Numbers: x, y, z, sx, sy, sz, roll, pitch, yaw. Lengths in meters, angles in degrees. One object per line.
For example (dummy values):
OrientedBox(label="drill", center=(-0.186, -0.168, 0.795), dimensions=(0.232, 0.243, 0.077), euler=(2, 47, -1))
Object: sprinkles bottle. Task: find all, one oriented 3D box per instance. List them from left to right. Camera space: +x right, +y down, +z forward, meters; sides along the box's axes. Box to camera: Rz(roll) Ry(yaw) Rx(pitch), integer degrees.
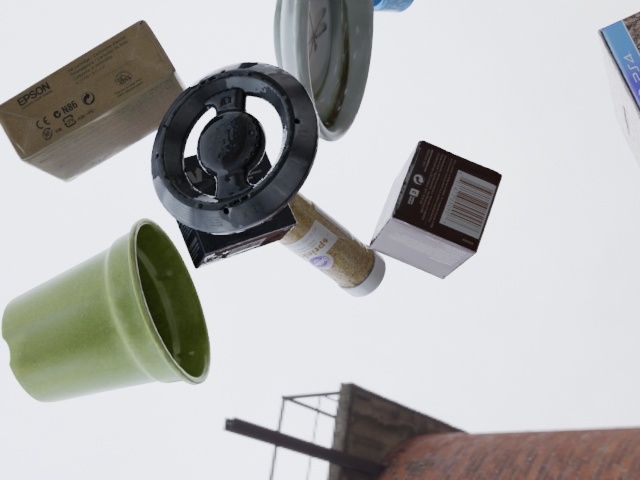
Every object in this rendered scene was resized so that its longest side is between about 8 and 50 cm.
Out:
OrientedBox(label="sprinkles bottle", center=(0.000, 0.000, 1.720), dimensions=(0.355, 0.121, 0.121), euler=(37, -125, -38))

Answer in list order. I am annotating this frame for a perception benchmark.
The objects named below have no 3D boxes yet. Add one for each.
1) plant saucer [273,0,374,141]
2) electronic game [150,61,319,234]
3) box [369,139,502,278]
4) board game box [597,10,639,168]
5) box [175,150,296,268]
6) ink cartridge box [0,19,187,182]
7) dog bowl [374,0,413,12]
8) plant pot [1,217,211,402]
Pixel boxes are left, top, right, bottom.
OrientedBox(label="plant saucer", center=(-0.002, -0.384, 1.401), dimensions=(0.400, 0.100, 0.401), euler=(7, -90, -72))
OrientedBox(label="electronic game", center=(-0.109, -0.117, 0.953), dimensions=(0.048, 0.229, 0.229), euler=(42, -133, -62))
OrientedBox(label="box", center=(0.211, -0.052, 1.446), dimensions=(0.167, 0.203, 0.169), euler=(22, -109, -2))
OrientedBox(label="board game box", center=(0.505, -0.198, 0.903), dimensions=(0.232, 0.290, 0.141), euler=(38, -146, -59))
OrientedBox(label="box", center=(-0.145, -0.060, 1.202), dimensions=(0.155, 0.093, 0.158), euler=(-19, -99, -24))
OrientedBox(label="ink cartridge box", center=(-0.306, -0.187, 1.081), dimensions=(0.234, 0.193, 0.088), euler=(-32, -92, -4))
OrientedBox(label="dog bowl", center=(0.141, -0.578, 1.526), dimensions=(0.074, 0.297, 0.166), euler=(-23, -108, -30))
OrientedBox(label="plant pot", center=(-0.346, 0.136, 1.225), dimensions=(0.276, 0.253, 0.276), euler=(-20, -90, -85))
